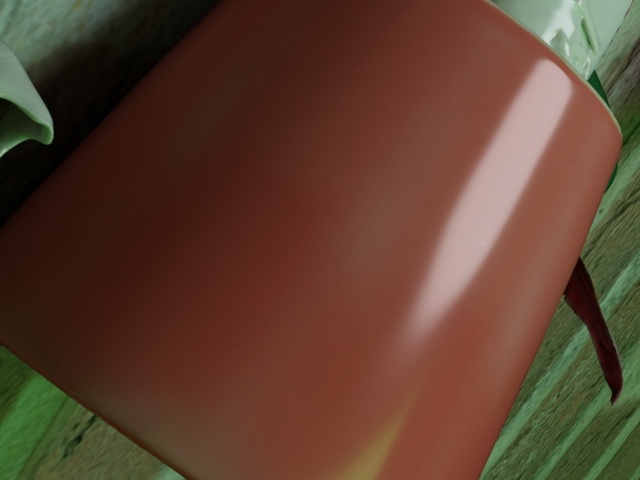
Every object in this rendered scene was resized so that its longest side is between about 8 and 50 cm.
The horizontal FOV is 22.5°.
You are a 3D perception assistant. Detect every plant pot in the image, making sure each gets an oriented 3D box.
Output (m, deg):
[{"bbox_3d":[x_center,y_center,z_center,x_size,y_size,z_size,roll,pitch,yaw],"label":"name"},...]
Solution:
[{"bbox_3d":[0.000,0.000,0.780,0.243,0.275,0.275,-57,156,-5],"label":"plant pot"}]

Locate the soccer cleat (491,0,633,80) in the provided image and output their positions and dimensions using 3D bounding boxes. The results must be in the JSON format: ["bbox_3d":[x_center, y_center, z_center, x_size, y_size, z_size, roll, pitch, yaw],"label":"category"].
[{"bbox_3d":[0.106,-0.063,0.932,0.116,0.143,0.331,20,112,-36],"label":"soccer cleat"}]

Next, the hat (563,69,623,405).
[{"bbox_3d":[0.178,-0.043,1.056,0.173,0.183,0.208,-44,155,-8],"label":"hat"}]

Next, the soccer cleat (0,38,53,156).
[{"bbox_3d":[-0.195,-0.016,0.625,0.196,0.076,0.068,-39,154,-18],"label":"soccer cleat"}]
